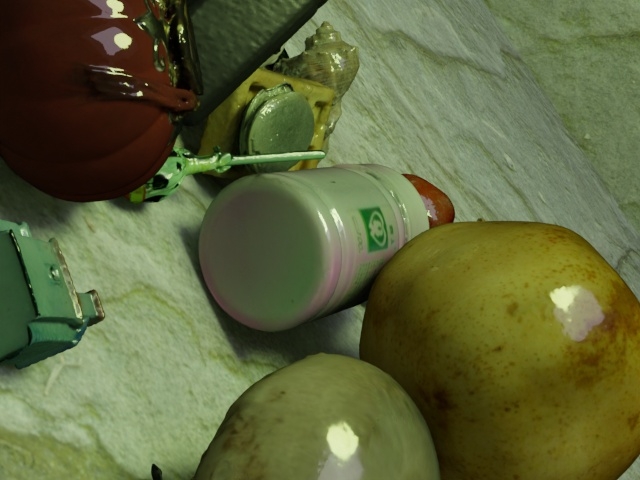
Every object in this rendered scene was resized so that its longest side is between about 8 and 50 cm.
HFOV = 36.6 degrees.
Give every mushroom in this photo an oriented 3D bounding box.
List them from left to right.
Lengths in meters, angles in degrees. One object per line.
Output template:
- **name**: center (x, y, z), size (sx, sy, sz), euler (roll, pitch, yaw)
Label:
- **mushroom**: center (-0.034, 0.293, 1.024), size (0.362, 0.294, 0.362), euler (7, 90, -66)

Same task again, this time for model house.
- **model house**: center (-0.293, 0.062, 0.975), size (0.148, 0.119, 0.148), euler (18, 47, -64)

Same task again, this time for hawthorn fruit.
- **hawthorn fruit**: center (0.141, -0.048, 1.706), size (0.194, 0.157, 0.157), euler (42, 32, -10)

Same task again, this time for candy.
- **candy**: center (-0.127, -0.101, 1.278), size (0.305, 0.091, 0.083), euler (-7, 106, -25)

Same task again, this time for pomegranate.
- **pomegranate**: center (0.224, 0.160, 1.255), size (0.416, 0.416, 0.417), euler (38, 36, -34)

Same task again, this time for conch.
- **conch**: center (-0.004, -0.251, 1.666), size (0.178, 0.163, 0.245), euler (-12, 107, -61)

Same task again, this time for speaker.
- **speaker**: center (-0.121, -0.356, 1.294), size (0.180, 0.388, 0.184), euler (32, -15, 51)

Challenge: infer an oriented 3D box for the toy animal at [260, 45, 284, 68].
- **toy animal**: center (-0.147, -0.332, 1.489), size (0.156, 0.208, 0.204), euler (102, -36, -79)

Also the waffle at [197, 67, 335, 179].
- **waffle**: center (-0.076, -0.172, 1.468), size (0.057, 0.168, 0.274), euler (23, 12, 30)

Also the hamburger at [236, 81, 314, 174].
- **hamburger**: center (-0.067, -0.154, 1.378), size (0.140, 0.062, 0.133), euler (-38, 136, -38)

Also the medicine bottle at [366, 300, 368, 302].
- **medicine bottle**: center (0.088, 0.081, 1.603), size (0.083, 0.047, 0.047), euler (14, 53, -52)

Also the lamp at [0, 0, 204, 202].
- **lamp**: center (-0.266, -0.194, 1.076), size (0.303, 0.257, 0.303), euler (170, -90, -88)

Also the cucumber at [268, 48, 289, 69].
- **cucumber**: center (-0.123, -0.372, 1.685), size (0.214, 0.052, 0.058), euler (45, 52, -26)

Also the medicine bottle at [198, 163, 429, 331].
- **medicine bottle**: center (0.000, 0.000, 1.374), size (0.325, 0.212, 0.212), euler (-14, 76, -61)
